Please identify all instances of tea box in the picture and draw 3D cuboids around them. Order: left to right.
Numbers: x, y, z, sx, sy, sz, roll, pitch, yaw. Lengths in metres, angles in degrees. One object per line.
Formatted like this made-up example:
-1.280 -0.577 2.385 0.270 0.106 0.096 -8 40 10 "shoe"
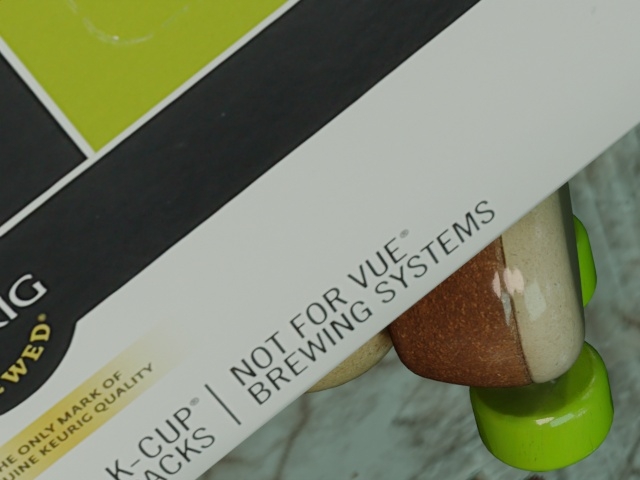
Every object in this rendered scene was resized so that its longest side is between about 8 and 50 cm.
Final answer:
-0.073 -0.140 0.485 0.329 0.220 0.323 -38 135 -4 "tea box"

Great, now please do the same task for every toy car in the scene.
0.000 0.000 0.726 0.188 0.149 0.155 -10 128 10 "toy car"
